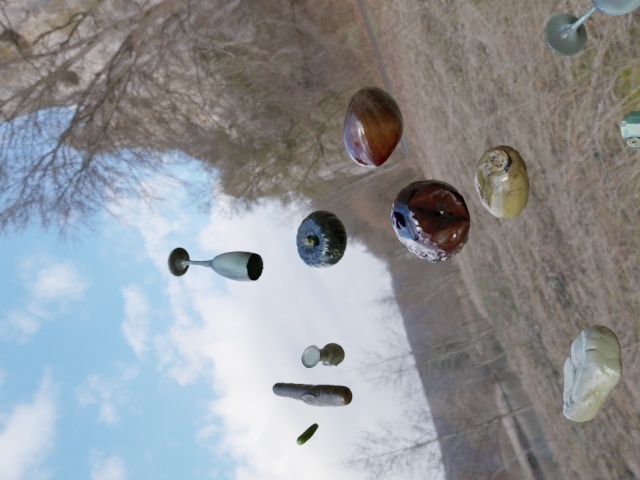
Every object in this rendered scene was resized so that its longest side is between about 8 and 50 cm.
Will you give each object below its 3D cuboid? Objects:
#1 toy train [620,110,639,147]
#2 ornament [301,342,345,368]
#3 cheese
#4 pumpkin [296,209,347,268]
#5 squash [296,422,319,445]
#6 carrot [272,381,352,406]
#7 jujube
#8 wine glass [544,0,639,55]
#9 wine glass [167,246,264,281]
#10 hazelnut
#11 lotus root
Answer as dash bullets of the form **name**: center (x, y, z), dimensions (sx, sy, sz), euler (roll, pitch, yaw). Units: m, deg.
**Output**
- **toy train**: center (1.121, -0.373, 1.598), dimensions (0.125, 0.194, 0.081), euler (46, -113, -41)
- **ornament**: center (0.017, 0.349, 1.435), dimensions (0.081, 0.075, 0.156), euler (46, -164, 32)
- **cheese**: center (0.694, 0.339, 1.223), dimensions (0.159, 0.092, 0.263), euler (-66, -22, -47)
- **pumpkin**: center (0.000, -0.001, 1.679), dimensions (0.152, 0.211, 0.212), euler (3, -121, -30)
- **squash**: center (-0.030, 0.489, 1.207), dimensions (0.089, 0.027, 0.027), euler (-26, -85, -53)
- **carrot**: center (-0.044, 0.473, 1.470), dimensions (0.070, 0.342, 0.070), euler (13, -108, -45)
- **jujube**: center (0.355, -0.059, 1.521), dimensions (0.376, 0.258, 0.259), euler (23, -132, -70)
- **wine glass**: center (0.422, -0.357, 0.707), dimensions (0.195, 0.079, 0.079), euler (127, 124, -83)
- **wine glass**: center (-0.283, 0.080, 1.536), dimensions (0.264, 0.309, 0.096), euler (11, -98, -62)
- **hazelnut**: center (0.142, -0.326, 1.347), dimensions (0.180, 0.181, 0.212), euler (29, -126, -12)
- **lotus root**: center (0.543, -0.163, 1.426), dimensions (0.284, 0.146, 0.160), euler (49, -150, -52)
